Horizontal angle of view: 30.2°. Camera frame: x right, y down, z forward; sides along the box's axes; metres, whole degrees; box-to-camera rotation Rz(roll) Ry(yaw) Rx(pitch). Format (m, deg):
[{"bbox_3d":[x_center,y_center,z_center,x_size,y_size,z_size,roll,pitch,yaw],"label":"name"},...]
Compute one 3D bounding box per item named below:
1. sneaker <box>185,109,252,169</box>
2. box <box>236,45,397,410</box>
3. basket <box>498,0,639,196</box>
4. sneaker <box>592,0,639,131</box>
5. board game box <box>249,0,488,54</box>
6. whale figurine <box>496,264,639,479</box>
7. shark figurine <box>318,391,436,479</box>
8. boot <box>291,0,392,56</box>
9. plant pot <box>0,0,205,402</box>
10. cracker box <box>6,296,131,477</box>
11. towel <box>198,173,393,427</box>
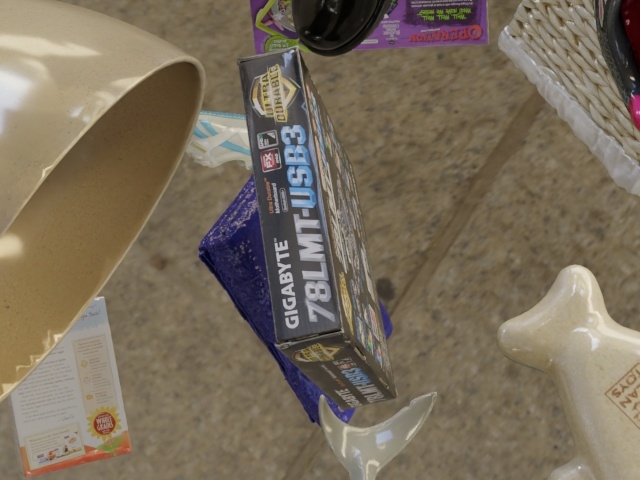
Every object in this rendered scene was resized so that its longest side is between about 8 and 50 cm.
[{"bbox_3d":[-0.203,-0.171,1.969,0.087,0.229,0.092,-151,69,-63],"label":"sneaker"},{"bbox_3d":[0.000,0.000,1.204,0.073,0.293,0.295,-14,69,9],"label":"box"},{"bbox_3d":[0.482,-0.277,1.558,0.331,0.328,0.266,56,145,29],"label":"basket"},{"bbox_3d":[0.212,-0.206,0.733,0.121,0.112,0.299,-12,105,38],"label":"sneaker"},{"bbox_3d":[0.067,-0.379,1.712,0.347,0.056,0.208,-1,112,8],"label":"board game box"},{"bbox_3d":[0.274,0.151,1.006,0.216,0.141,0.272,-44,74,-3],"label":"whale figurine"},{"bbox_3d":[0.058,0.211,0.791,0.116,0.278,0.166,-4,101,3],"label":"shark figurine"},{"bbox_3d":[0.005,-0.354,1.431,0.131,0.260,0.348,34,125,14],"label":"boot"},{"bbox_3d":[-0.231,-0.045,0.744,0.191,0.284,0.284,34,115,5],"label":"plant pot"},{"bbox_3d":[-0.372,0.206,1.701,0.067,0.156,0.232,176,85,-67],"label":"cracker box"},{"bbox_3d":[-0.028,0.064,1.503,0.076,0.227,0.308,-15,117,31],"label":"towel"}]
